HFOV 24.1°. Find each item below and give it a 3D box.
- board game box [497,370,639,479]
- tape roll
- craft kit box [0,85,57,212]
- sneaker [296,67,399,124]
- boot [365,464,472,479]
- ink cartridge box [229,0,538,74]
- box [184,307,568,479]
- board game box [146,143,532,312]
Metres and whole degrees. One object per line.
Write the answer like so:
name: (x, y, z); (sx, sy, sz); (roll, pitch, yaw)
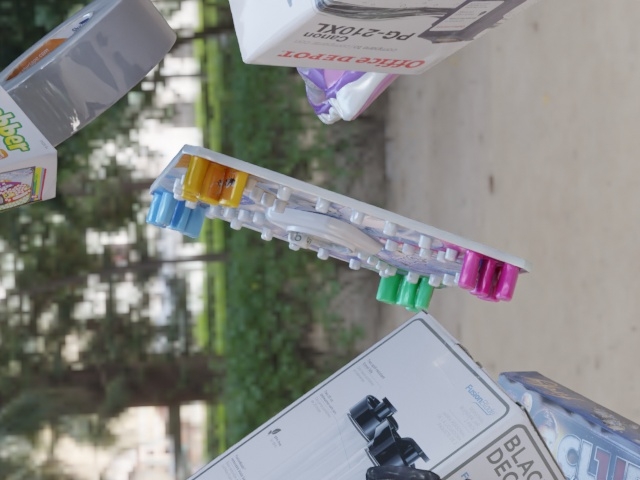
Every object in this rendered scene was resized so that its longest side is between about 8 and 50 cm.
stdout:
board game box: (0.208, 0.215, 1.148); (0.243, 0.042, 0.165); (25, 109, 58)
tape roll: (-0.253, -0.170, 1.519); (0.072, 0.219, 0.219); (53, -170, -19)
craft kit box: (-0.380, -0.089, 1.211); (0.250, 0.246, 0.061); (45, 138, 33)
sneaker: (0.013, -0.173, 1.388); (0.095, 0.104, 0.236); (-47, 6, -2)
boot: (0.086, 0.231, 0.707); (0.338, 0.118, 0.222); (18, 74, 49)
ink cartridge box: (0.068, -0.202, 1.008); (0.237, 0.172, 0.100); (-28, 69, 49)
box: (0.004, 0.188, 0.994); (0.087, 0.290, 0.169); (56, 174, -28)
board game box: (0.000, 0.000, 1.726); (0.390, 0.390, 0.050); (157, 132, -77)
